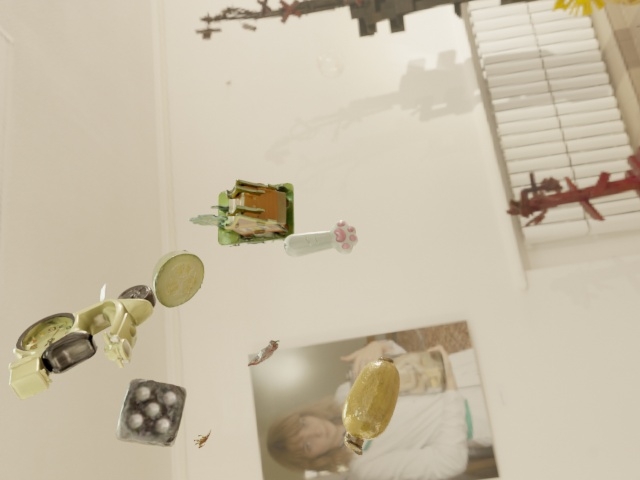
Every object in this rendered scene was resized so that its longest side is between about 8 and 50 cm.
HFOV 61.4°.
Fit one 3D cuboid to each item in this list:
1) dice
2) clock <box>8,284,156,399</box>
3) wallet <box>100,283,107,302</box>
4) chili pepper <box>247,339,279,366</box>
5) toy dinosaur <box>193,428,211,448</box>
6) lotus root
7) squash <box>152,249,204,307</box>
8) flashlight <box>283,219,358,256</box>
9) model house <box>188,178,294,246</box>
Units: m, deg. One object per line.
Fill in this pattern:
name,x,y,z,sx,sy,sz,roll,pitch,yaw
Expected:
dice,-0.516,0.529,1.654,0.182,0.181,0.183,126,156,-62
clock,-0.625,0.262,1.454,0.276,0.378,0.120,-128,19,-55
wallet,-0.947,0.230,2.353,0.011,0.044,0.083,26,-148,-35
chili pepper,-0.191,0.393,1.869,0.041,0.153,0.050,47,-168,17
toy dinosaur,-0.424,0.711,1.933,0.113,0.041,0.026,-59,-32,-77
lotus root,0.155,0.488,1.633,0.304,0.146,0.131,-62,-19,-25
squash,-0.460,0.130,1.779,0.260,0.189,0.190,-168,67,-70
flashlight,0.000,0.000,1.439,0.047,0.200,0.093,99,161,-71
model house,-0.308,-0.136,2.025,0.313,0.357,0.243,42,-134,-67
